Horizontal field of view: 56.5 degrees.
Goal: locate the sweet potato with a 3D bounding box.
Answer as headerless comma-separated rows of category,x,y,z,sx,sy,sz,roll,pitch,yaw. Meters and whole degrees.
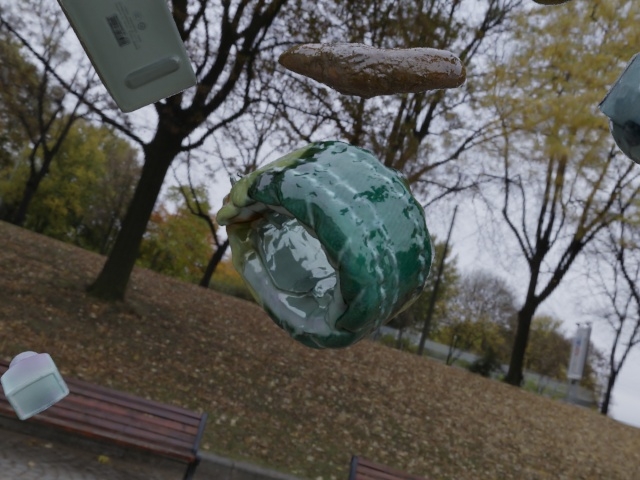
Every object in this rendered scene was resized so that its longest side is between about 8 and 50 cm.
sweet potato,0.083,-0.294,1.034,0.341,0.092,0.114,6,25,7

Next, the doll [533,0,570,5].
doll,0.433,-0.455,1.008,0.137,0.097,0.209,-6,16,-16

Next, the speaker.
speaker,-0.421,-0.471,1.226,0.183,0.184,0.406,50,-16,38

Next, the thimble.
thimble,0.000,0.000,0.797,0.288,0.167,0.254,35,-42,30

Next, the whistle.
whistle,0.456,-0.172,0.777,0.163,0.163,0.290,11,18,22

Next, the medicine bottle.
medicine bottle,-0.428,0.208,0.884,0.118,0.074,0.055,16,-48,54
